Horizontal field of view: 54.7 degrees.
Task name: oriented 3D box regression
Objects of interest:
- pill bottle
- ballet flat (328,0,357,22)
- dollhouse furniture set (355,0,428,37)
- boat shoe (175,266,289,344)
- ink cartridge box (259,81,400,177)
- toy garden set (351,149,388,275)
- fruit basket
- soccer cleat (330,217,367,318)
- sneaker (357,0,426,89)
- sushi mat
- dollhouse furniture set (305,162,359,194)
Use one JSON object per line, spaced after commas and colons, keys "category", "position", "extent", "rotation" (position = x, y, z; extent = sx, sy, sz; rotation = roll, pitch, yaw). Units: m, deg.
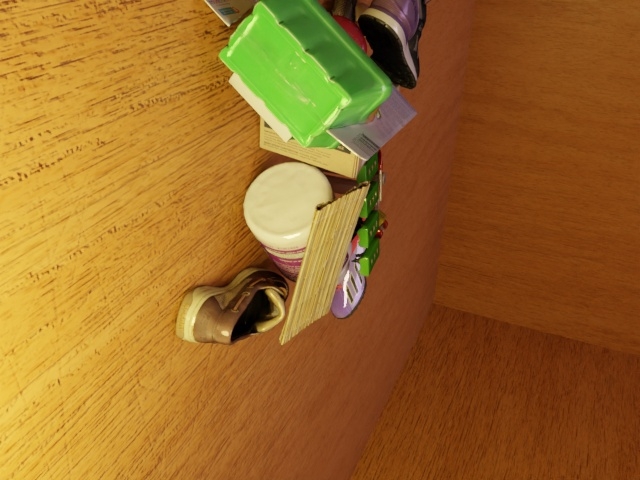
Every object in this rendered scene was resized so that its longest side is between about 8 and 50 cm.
{"category": "pill bottle", "position": [-0.030, -0.010, 1.218], "extent": [0.301, 0.170, 0.169], "rotation": [64, 43, -61]}
{"category": "ballet flat", "position": [0.059, -0.534, 1.302], "extent": [0.084, 0.058, 0.249], "rotation": [56, 45, -65]}
{"category": "dollhouse furniture set", "position": [0.203, -0.575, 1.279], "extent": [0.173, 0.303, 0.355], "rotation": [55, 29, -9]}
{"category": "boat shoe", "position": [-0.120, 0.126, 1.123], "extent": [0.342, 0.123, 0.123], "rotation": [-4, 107, -70]}
{"category": "ink cartridge box", "position": [0.022, -0.236, 1.166], "extent": [0.234, 0.194, 0.088], "rotation": [-57, 160, -45]}
{"category": "toy garden set", "position": [0.101, -0.077, 1.340], "extent": [0.203, 0.049, 0.244], "rotation": [-54, 145, -60]}
{"category": "fruit basket", "position": [0.002, -0.282, 1.005], "extent": [0.165, 0.327, 0.353], "rotation": [-42, -177, 26]}
{"category": "soccer cleat", "position": [0.075, 0.054, 1.682], "extent": [0.116, 0.109, 0.318], "rotation": [26, 80, -49]}
{"category": "sneaker", "position": [0.156, -0.376, 1.123], "extent": [0.124, 0.107, 0.283], "rotation": [-58, 167, -2]}
{"category": "sushi mat", "position": [0.005, 0.044, 1.122], "extent": [0.151, 0.019, 0.316], "rotation": [-27, 143, -45]}
{"category": "dollhouse furniture set", "position": [0.054, -0.206, 1.384], "extent": [0.144, 0.123, 0.151], "rotation": [71, 37, -57]}
